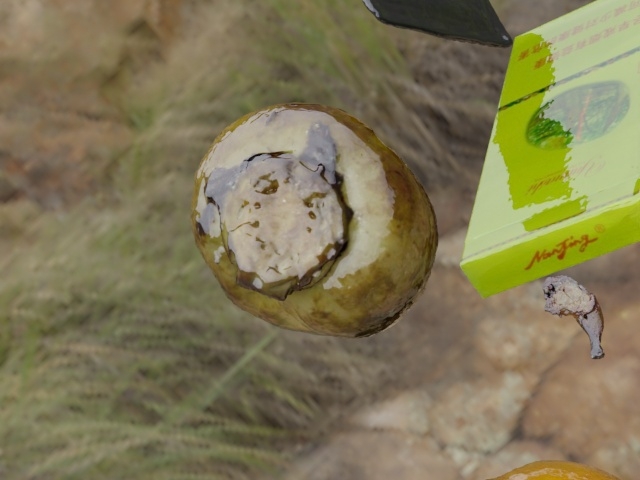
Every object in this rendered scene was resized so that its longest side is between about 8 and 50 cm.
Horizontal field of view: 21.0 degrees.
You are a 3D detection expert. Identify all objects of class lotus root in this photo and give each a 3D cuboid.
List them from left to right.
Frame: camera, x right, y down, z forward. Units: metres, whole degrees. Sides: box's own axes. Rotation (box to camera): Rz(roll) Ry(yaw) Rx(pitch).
[{"bbox_3d":[0.000,0.000,0.774,0.094,0.108,0.191,-45,-11,-3],"label":"lotus root"}]

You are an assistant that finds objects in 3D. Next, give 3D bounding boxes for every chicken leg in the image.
[{"bbox_3d":[0.340,0.096,2.274,0.062,0.037,0.145,-36,52,-8],"label":"chicken leg"}]

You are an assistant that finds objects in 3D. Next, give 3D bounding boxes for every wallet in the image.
[{"bbox_3d":[0.056,-0.322,1.659,0.041,0.247,0.323,-36,67,29],"label":"wallet"}]

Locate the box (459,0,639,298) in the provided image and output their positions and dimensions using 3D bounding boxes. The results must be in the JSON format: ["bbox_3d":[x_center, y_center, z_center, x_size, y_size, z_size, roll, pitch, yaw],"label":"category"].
[{"bbox_3d":[0.228,-0.101,1.459,0.187,0.047,0.335,-22,30,31],"label":"box"}]

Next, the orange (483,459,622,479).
[{"bbox_3d":[0.170,0.268,1.368,0.240,0.240,0.171,-32,65,13],"label":"orange"}]
